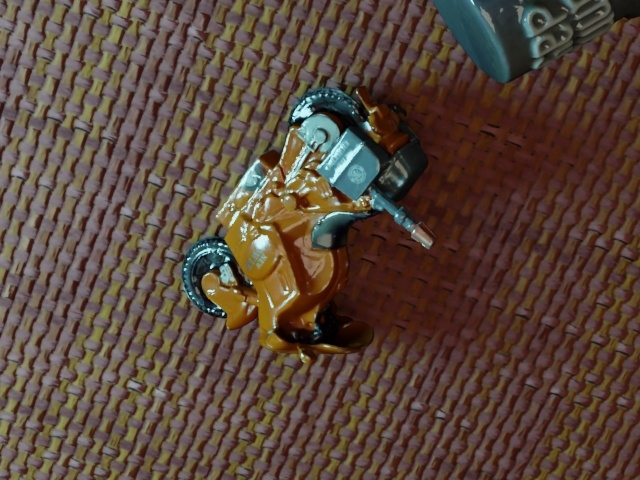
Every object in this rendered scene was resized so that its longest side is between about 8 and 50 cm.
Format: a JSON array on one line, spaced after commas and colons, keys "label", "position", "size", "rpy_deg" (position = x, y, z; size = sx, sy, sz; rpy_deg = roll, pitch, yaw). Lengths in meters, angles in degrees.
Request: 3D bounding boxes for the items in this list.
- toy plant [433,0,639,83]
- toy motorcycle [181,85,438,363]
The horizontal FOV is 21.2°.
[{"label": "toy plant", "position": [0.307, -0.308, 1.653], "size": [0.400, 0.185, 0.279], "rpy_deg": [-33, 100, -4]}, {"label": "toy motorcycle", "position": [0.000, 0.000, 1.816], "size": [0.221, 0.148, 0.325], "rpy_deg": [41, 116, 7]}]
